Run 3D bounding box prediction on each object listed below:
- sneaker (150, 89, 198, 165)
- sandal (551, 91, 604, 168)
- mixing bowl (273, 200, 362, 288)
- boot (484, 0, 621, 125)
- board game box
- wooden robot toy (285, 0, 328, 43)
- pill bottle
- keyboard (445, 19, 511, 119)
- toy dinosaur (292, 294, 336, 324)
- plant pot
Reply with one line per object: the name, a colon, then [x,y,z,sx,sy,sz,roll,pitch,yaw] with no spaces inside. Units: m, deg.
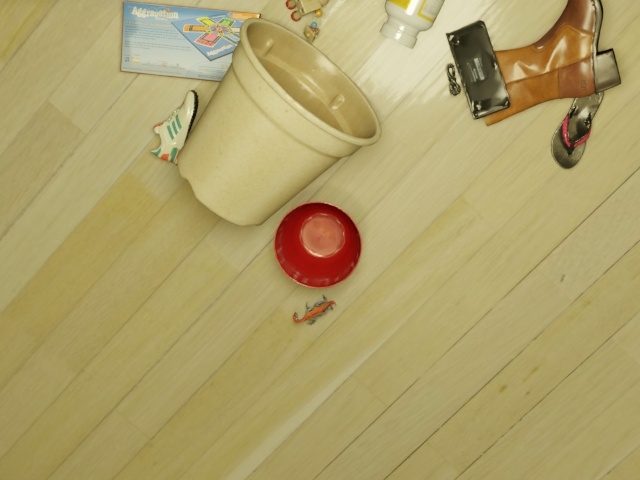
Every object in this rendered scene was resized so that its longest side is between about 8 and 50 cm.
sneaker: [-0.305,-0.240,1.940,0.075,0.057,0.161,18,107,-4]
sandal: [0.509,-0.228,1.861,0.067,0.040,0.179,19,104,1]
mixing bowl: [0.000,0.000,1.942,0.181,0.098,0.181,2,103,7]
boot: [0.416,-0.386,1.832,0.280,0.096,0.264,-13,103,21]
board game box: [-0.266,-0.403,1.914,0.281,0.027,0.145,7,105,5]
wooden robot toy: [-0.021,-0.484,1.861,0.079,0.076,0.173,-27,101,-24]
pill bottle: [0.187,-0.470,1.809,0.103,0.103,0.184,27,105,0]
keyboard: [0.297,-0.329,1.839,0.108,0.023,0.180,-18,87,21]
toy dinosaur: [-0.018,0.149,1.997,0.082,0.090,0.047,-30,82,-19]
plant pot: [-0.105,-0.202,1.816,0.334,0.334,0.305,41,115,-4]
